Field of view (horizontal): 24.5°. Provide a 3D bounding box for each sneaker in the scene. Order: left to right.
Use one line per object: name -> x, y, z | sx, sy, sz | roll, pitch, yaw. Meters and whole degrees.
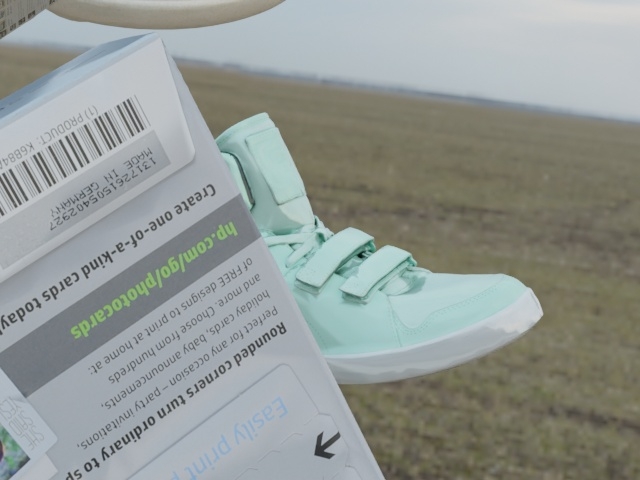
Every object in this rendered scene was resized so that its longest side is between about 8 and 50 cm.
sneaker -> -0.001, 0.000, 0.870 | 0.256, 0.151, 0.094 | -2, 14, 24

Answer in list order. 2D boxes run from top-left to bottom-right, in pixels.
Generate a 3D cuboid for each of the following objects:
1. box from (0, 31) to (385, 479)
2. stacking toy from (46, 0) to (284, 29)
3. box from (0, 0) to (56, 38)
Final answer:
box -> -0.060, 0.065, 0.357 | 0.145, 0.186, 0.038 | -35, 19, -25
stacking toy -> -0.159, -0.474, 1.409 | 0.351, 0.480, 0.350 | 4, 34, -3
box -> -0.260, -0.192, 1.158 | 0.114, 0.036, 0.207 | -37, 5, -11
